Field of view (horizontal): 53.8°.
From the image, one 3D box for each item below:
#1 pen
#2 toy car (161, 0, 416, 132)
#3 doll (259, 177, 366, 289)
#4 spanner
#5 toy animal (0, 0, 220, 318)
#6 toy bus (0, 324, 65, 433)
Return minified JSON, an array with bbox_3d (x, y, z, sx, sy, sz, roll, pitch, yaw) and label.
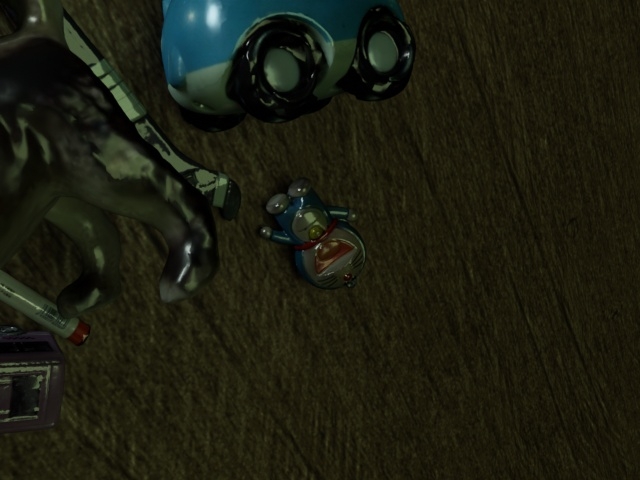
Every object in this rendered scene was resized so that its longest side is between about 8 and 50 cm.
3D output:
[{"bbox_3d":[-0.306,0.034,0.583,0.218,0.026,0.026,44,73,-33],"label":"pen"},{"bbox_3d":[-0.039,-0.215,0.631,0.255,0.188,0.190,-17,102,-30],"label":"toy car"},{"bbox_3d":[0.000,0.000,0.765,0.114,0.085,0.152,-34,109,0],"label":"doll"},{"bbox_3d":[-0.196,-0.121,0.636,0.087,0.024,0.316,-47,122,-13],"label":"spanner"},{"bbox_3d":[-0.285,-0.040,0.418,0.344,0.194,0.303,-28,103,-35],"label":"toy animal"},{"bbox_3d":[-0.320,0.123,0.544,0.178,0.098,0.087,5,97,-36],"label":"toy bus"}]
